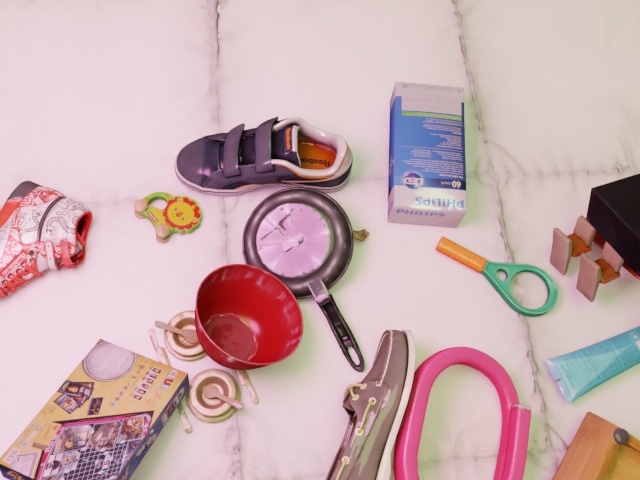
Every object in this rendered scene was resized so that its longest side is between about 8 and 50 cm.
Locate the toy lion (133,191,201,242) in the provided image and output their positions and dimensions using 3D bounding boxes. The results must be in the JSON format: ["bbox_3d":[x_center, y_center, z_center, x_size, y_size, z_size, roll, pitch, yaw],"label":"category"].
[{"bbox_3d":[-0.264,-0.048,1.263,0.096,0.034,0.100,-38,76,-25],"label":"toy lion"}]

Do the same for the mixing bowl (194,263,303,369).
[{"bbox_3d":[-0.129,0.138,1.150,0.182,0.098,0.181,17,49,-21],"label":"mixing bowl"}]

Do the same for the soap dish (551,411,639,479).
[{"bbox_3d":[0.499,0.436,1.097,0.291,0.118,0.229,33,70,9],"label":"soap dish"}]

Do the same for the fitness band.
[{"bbox_3d":[0.225,0.312,1.130,0.209,0.054,0.290,20,67,-12],"label":"fitness band"}]

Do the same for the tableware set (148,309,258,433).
[{"bbox_3d":[-0.196,0.200,1.166,0.128,0.039,0.194,-22,72,-13],"label":"tableware set"}]

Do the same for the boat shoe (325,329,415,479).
[{"bbox_3d":[0.076,0.277,1.125,0.091,0.109,0.304,17,72,-4],"label":"boat shoe"}]

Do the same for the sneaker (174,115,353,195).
[{"bbox_3d":[-0.101,-0.155,1.269,0.321,0.127,0.126,-1,70,-4],"label":"sneaker"}]

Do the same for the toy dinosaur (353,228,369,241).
[{"bbox_3d":[0.000,0.000,1.255,0.183,0.053,0.092,-27,75,-15],"label":"toy dinosaur"}]

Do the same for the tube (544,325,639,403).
[{"bbox_3d":[0.493,0.202,1.227,0.207,0.052,0.080,-21,63,-10],"label":"tube"}]

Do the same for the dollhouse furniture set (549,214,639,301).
[{"bbox_3d":[0.575,0.041,1.247,0.262,0.135,0.259,-23,45,-14],"label":"dollhouse furniture set"}]

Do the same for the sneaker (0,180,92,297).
[{"bbox_3d":[-0.484,0.035,1.176,0.145,0.090,0.270,21,66,6],"label":"sneaker"}]

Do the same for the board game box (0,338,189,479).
[{"bbox_3d":[-0.327,0.270,1.061,0.165,0.042,0.243,18,45,14],"label":"board game box"}]

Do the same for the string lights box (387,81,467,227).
[{"bbox_3d":[0.196,-0.160,1.323,0.134,0.076,0.259,5,68,-3],"label":"string lights box"}]

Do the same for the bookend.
[{"bbox_3d":[0.553,-0.037,1.178,0.157,0.072,0.156,-17,44,-8],"label":"bookend"}]

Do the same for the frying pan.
[{"bbox_3d":[-0.037,0.066,1.214,0.197,0.053,0.326,-5,81,8],"label":"frying pan"}]

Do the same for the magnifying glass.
[{"bbox_3d":[0.314,0.058,1.278,0.231,0.026,0.092,27,69,6],"label":"magnifying glass"}]
